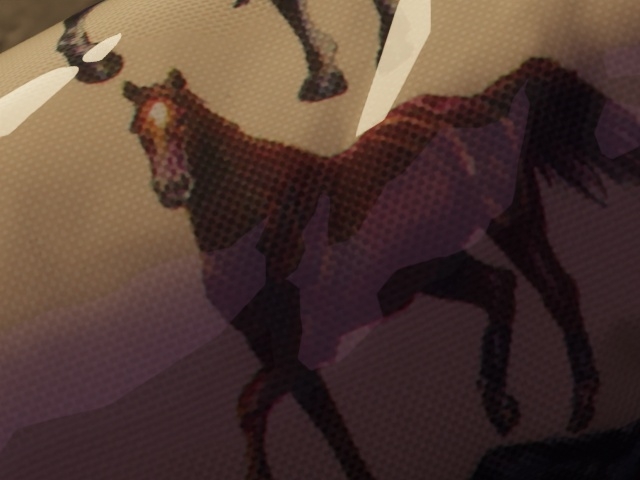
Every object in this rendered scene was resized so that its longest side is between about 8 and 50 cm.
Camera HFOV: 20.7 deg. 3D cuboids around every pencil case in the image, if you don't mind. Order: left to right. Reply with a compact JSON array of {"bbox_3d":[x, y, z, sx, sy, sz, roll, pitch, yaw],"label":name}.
[{"bbox_3d":[0.000,0.000,0.408,0.410,0.160,0.183,-23,45,-5],"label":"pencil case"}]
